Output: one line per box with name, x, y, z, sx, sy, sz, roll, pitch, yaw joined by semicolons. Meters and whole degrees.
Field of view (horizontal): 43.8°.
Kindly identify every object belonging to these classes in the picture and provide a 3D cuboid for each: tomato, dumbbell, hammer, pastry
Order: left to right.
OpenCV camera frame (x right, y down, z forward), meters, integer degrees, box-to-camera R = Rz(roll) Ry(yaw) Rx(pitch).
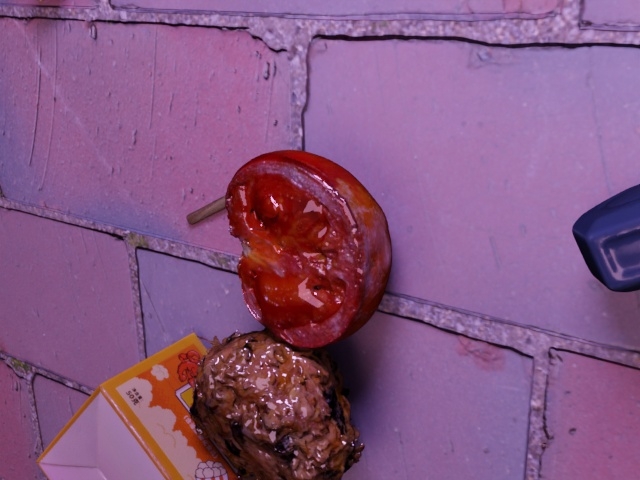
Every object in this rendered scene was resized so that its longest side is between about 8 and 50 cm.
hammer;-0.128;-0.058;1.101;0.182;0.017;0.062;-21;94;40
pastry;-0.049;0.213;1.056;0.275;0.193;0.275;25;146;19
tomato;0.000;0.000;0.951;0.200;0.139;0.233;14;117;36
dumbbell;0.358;0.097;0.727;0.144;0.160;0.325;-25;92;8

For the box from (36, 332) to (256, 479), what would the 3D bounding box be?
box;-0.224;0.342;1.198;0.283;0.214;0.259;50;125;9
